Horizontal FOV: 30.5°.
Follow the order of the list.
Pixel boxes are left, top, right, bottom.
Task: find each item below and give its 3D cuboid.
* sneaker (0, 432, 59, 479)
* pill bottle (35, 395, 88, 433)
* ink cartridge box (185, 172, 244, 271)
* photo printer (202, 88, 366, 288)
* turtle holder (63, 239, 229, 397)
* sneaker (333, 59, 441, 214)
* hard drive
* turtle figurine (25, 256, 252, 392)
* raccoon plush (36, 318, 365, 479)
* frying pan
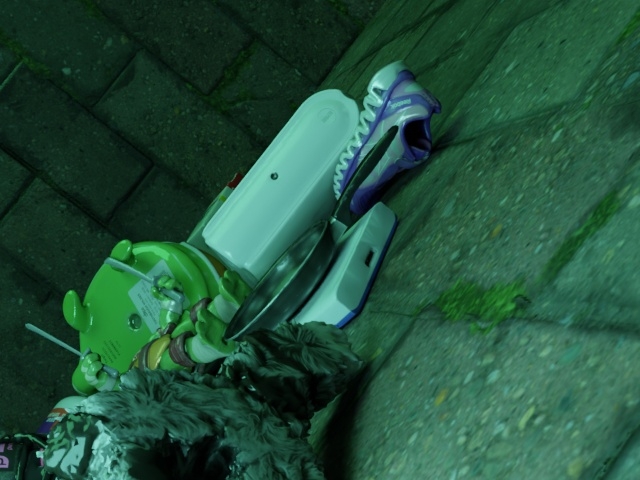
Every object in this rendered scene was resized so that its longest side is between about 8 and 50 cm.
[{"bbox_3d":[-0.312,0.306,1.377,0.482,0.202,0.185,-33,14,-9],"label":"sneaker"},{"bbox_3d":[-0.363,0.382,1.584,0.323,0.181,0.181,-57,11,-30],"label":"pill bottle"},{"bbox_3d":[-0.168,-0.025,2.339,0.078,0.134,0.231,-46,10,31],"label":"ink cartridge box"},{"bbox_3d":[-0.027,-0.071,1.730,0.307,0.107,0.256,-52,-15,-7],"label":"photo printer"},{"bbox_3d":[-0.251,0.153,1.853,0.227,0.243,0.320,1,-69,-60],"label":"turtle holder"},{"bbox_3d":[0.097,-0.123,1.607,0.095,0.104,0.236,-30,-32,-48],"label":"sneaker"},{"bbox_3d":[-0.034,0.105,1.504,0.318,0.040,0.210,-44,12,37],"label":"hard drive"},{"bbox_3d":[-0.237,0.115,1.596,0.266,0.275,0.197,-28,-12,34],"label":"turtle figurine"},{"bbox_3d":[-0.107,0.275,1.037,0.446,0.216,0.299,-13,-43,-56],"label":"raccoon plush"},{"bbox_3d":[-0.012,0.008,1.491,0.326,0.053,0.197,-52,9,-22],"label":"frying pan"}]
